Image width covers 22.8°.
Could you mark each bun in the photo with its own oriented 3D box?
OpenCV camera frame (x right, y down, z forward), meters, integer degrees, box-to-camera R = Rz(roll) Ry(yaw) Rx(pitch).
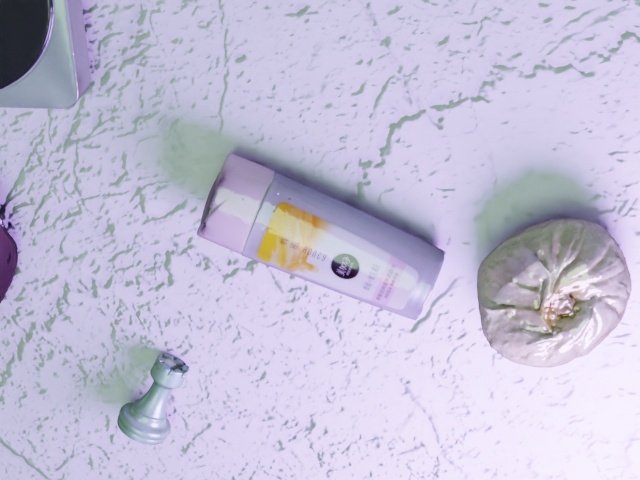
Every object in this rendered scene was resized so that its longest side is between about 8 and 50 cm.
[{"bbox_3d":[0.252,0.061,1.733,0.188,0.111,0.164,-35,104,28],"label":"bun"}]

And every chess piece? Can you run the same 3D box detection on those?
[{"bbox_3d":[-0.198,0.189,1.921,0.067,0.067,0.103,26,110,-3],"label":"chess piece"}]

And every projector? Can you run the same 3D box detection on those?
[{"bbox_3d":[-0.384,-0.272,1.694,0.257,0.079,0.259,2,118,9],"label":"projector"}]

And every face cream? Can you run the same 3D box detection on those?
[{"bbox_3d":[0.000,0.000,1.772,0.269,0.073,0.107,24,112,-1],"label":"face cream"}]

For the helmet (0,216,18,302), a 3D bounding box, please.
[{"bbox_3d":[-0.511,0.000,1.803,0.271,0.197,0.338,-13,115,20],"label":"helmet"}]
